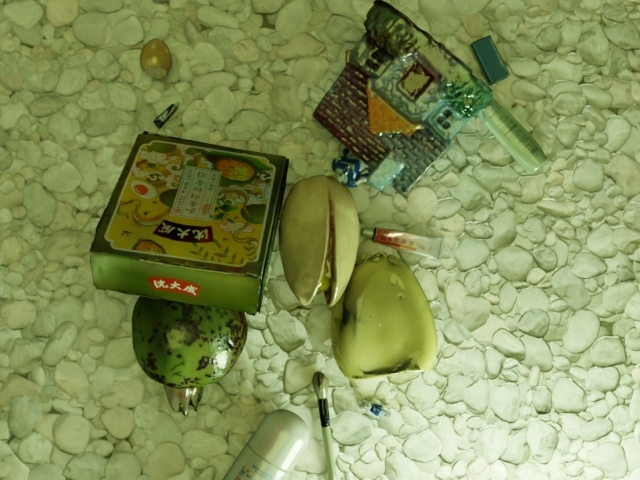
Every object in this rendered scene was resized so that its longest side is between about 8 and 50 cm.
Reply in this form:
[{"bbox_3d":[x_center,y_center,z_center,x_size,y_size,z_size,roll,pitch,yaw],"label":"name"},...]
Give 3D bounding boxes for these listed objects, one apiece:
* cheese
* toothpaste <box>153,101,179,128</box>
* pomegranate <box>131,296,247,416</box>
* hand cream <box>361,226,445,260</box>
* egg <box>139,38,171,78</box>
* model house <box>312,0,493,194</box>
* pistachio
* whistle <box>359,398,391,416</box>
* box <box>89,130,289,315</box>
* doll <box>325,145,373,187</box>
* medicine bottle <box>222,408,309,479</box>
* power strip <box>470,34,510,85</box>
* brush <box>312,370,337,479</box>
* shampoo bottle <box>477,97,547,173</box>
[{"bbox_3d":[0.146,0.182,1.864,0.260,0.128,0.315,-10,93,-10],"label":"cheese"},{"bbox_3d":[-0.389,-0.321,1.928,0.083,0.019,0.027,-46,113,-4],"label":"toothpaste"},{"bbox_3d":[-0.311,0.256,1.790,0.285,0.285,0.340,8,119,-2],"label":"pomegranate"},{"bbox_3d":[0.208,0.002,1.923,0.216,0.038,0.052,12,113,-5],"label":"hand cream"},{"bbox_3d":[-0.414,-0.459,1.908,0.080,0.080,0.096,2,70,-2],"label":"egg"},{"bbox_3d":[0.162,-0.323,1.825,0.360,0.297,0.339,41,97,1],"label":"model house"},{"bbox_3d":[0.000,0.000,1.814,0.194,0.214,0.317,1,72,-15],"label":"pistachio"},{"bbox_3d":[0.135,0.421,1.889,0.083,0.029,0.033,23,122,5],"label":"whistle"},{"bbox_3d":[-0.286,-0.051,1.745,0.373,0.138,0.420,10,46,-1],"label":"box"},{"bbox_3d":[0.082,-0.185,1.918,0.227,0.057,0.114,-43,92,-8],"label":"doll"},{"bbox_3d":[-0.151,0.561,1.815,0.130,0.130,0.341,33,86,0],"label":"medicine bottle"},{"bbox_3d":[0.437,-0.468,1.965,0.056,0.032,0.123,-25,87,-4],"label":"power strip"},{"bbox_3d":[0.015,0.472,1.874,0.039,0.042,0.299,-4,85,-42],"label":"brush"},{"bbox_3d":[0.492,-0.268,1.944,0.072,0.049,0.212,-41,89,-4],"label":"shampoo bottle"}]
